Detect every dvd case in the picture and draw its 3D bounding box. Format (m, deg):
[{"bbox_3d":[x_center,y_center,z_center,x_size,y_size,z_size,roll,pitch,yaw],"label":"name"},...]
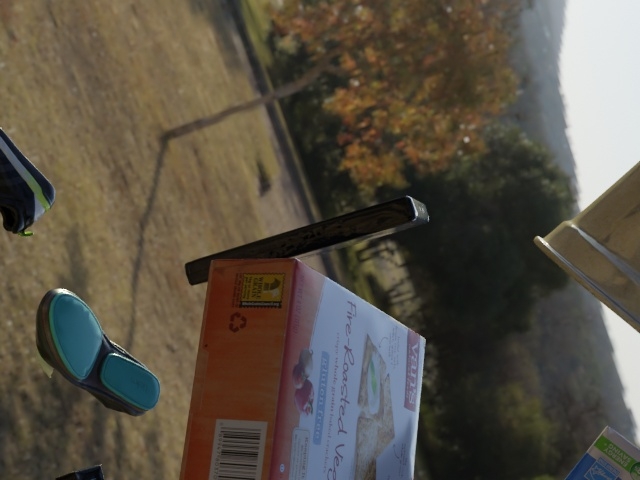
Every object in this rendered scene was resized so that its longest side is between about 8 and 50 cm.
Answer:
[{"bbox_3d":[0.000,0.000,0.943,0.253,0.180,0.022,-6,80,-82],"label":"dvd case"}]

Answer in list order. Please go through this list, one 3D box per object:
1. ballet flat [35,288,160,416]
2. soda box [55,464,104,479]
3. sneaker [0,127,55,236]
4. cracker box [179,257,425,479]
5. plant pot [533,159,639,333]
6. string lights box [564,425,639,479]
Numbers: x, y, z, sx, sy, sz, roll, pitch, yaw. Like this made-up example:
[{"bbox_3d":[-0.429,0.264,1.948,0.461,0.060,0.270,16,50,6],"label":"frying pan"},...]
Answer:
[{"bbox_3d":[-0.323,0.160,1.486,0.280,0.096,0.095,58,40,-46],"label":"ballet flat"},{"bbox_3d":[-0.360,0.443,1.729,0.053,0.060,0.168,-4,74,-51],"label":"soda box"},{"bbox_3d":[-0.446,-0.092,1.460,0.084,0.097,0.234,11,-31,49],"label":"sneaker"},{"bbox_3d":[-0.001,0.117,0.752,0.232,0.067,0.155,34,58,-60],"label":"cracker box"},{"bbox_3d":[0.577,-0.008,1.815,0.334,0.305,0.334,38,9,-7],"label":"plant pot"},{"bbox_3d":[0.244,0.320,1.036,0.133,0.259,0.077,37,-8,23],"label":"string lights box"}]
